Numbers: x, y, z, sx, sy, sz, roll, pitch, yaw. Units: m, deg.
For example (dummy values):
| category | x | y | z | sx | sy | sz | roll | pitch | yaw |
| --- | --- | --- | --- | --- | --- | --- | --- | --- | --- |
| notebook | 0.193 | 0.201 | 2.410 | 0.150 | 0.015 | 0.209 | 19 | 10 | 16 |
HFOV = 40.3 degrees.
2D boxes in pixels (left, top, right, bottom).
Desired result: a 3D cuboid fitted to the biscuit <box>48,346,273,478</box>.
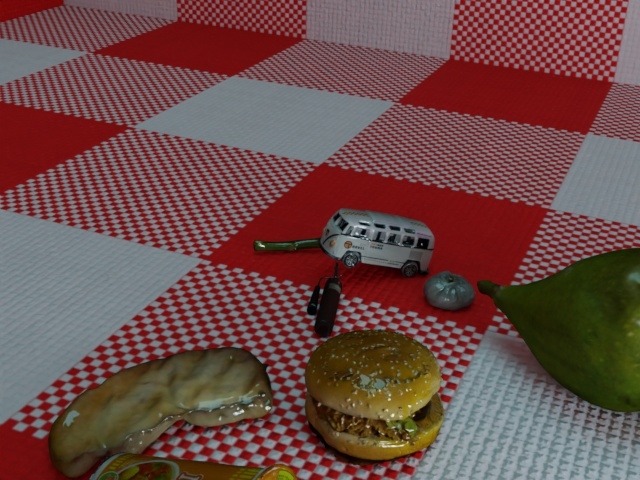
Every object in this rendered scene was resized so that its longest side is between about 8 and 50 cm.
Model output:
| category | x | y | z | sx | sy | sz | roll | pitch | yaw |
| --- | --- | --- | --- | --- | --- | --- | --- | --- | --- |
| biscuit | -0.206 | 0.208 | 1.120 | 0.299 | 0.045 | 0.154 | -13 | 32 | -26 |

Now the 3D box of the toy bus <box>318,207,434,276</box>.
| category | x | y | z | sx | sy | sz | roll | pitch | yaw |
| --- | --- | --- | --- | --- | --- | --- | --- | --- | --- |
| toy bus | 0.097 | -0.001 | 1.472 | 0.194 | 0.089 | 0.087 | 9 | 24 | -21 |

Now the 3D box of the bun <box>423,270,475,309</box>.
| category | x | y | z | sx | sy | sz | roll | pitch | yaw |
| --- | --- | --- | --- | --- | --- | --- | --- | --- | --- |
| bun | 0.208 | 0.079 | 1.402 | 0.083 | 0.045 | 0.083 | 2 | 32 | -2 |

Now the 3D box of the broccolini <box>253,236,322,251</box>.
| category | x | y | z | sx | sy | sz | roll | pitch | yaw |
| --- | --- | --- | --- | --- | --- | --- | --- | --- | --- |
| broccolini | 0.000 | 0.000 | 1.547 | 0.239 | 0.054 | 0.051 | -3 | 41 | -4 |

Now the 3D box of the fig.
| category | x | y | z | sx | sy | sz | roll | pitch | yaw |
| --- | --- | --- | --- | --- | --- | --- | --- | --- | --- |
| fig | 0.392 | 0.097 | 1.190 | 0.233 | 0.233 | 0.314 | -8 | 24 | -19 |

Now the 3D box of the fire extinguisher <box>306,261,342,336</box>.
| category | x | y | z | sx | sy | sz | roll | pitch | yaw |
| --- | --- | --- | --- | --- | --- | --- | --- | --- | --- |
| fire extinguisher | 0.007 | 0.096 | 1.376 | 0.049 | 0.035 | 0.173 | -31 | 18 | 22 |

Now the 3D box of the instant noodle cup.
| category | x | y | z | sx | sy | sz | roll | pitch | yaw |
| --- | --- | --- | --- | --- | --- | --- | --- | --- | --- |
| instant noodle cup | -0.134 | 0.286 | 0.870 | 0.185 | 0.168 | 0.168 | 7 | 26 | 24 |

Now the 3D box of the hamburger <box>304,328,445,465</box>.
| category | x | y | z | sx | sy | sz | roll | pitch | yaw |
| --- | --- | --- | --- | --- | --- | --- | --- | --- | --- |
| hamburger | 0.073 | 0.185 | 1.111 | 0.182 | 0.118 | 0.191 | 24 | 30 | 31 |
